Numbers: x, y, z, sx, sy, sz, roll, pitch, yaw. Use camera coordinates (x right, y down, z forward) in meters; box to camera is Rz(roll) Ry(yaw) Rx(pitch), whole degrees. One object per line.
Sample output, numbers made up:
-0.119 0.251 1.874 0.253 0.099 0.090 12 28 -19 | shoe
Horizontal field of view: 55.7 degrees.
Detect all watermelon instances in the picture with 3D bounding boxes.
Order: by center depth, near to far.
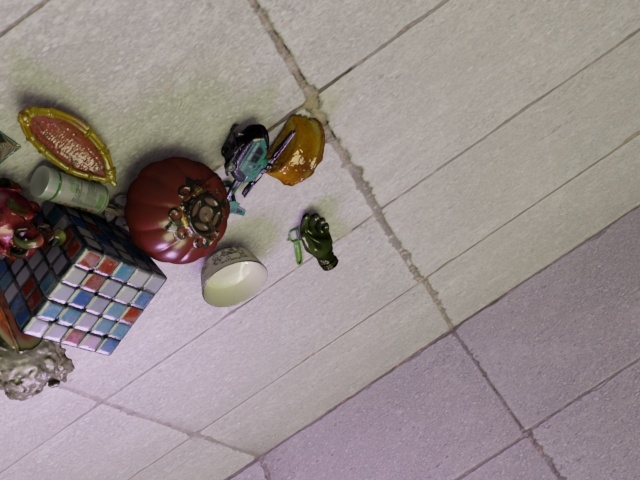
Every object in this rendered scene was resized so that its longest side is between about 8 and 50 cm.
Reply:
-0.893 0.188 1.708 0.128 0.303 0.159 -29 176 13 | watermelon

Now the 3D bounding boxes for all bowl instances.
-0.313 0.111 2.100 0.238 0.126 0.237 -20 142 -17 | bowl

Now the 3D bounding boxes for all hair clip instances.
-0.535 -0.057 1.795 0.106 0.084 0.292 -42 137 18 | hair clip

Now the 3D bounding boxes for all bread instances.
-0.077 -0.258 1.845 0.143 0.139 0.229 16 122 -36 | bread

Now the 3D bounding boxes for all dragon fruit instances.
-0.784 -0.034 1.492 0.198 0.273 0.218 -49 167 10 | dragon fruit

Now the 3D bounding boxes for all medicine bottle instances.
-0.656 -0.130 1.596 0.086 0.086 0.183 -45 147 17 | medicine bottle

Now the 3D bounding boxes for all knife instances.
-0.094 0.029 2.255 0.054 0.015 0.212 -22 143 -12 | knife

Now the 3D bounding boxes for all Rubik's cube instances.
-0.657 0.100 1.662 0.292 0.293 0.287 -51 140 4 | Rubik's cube

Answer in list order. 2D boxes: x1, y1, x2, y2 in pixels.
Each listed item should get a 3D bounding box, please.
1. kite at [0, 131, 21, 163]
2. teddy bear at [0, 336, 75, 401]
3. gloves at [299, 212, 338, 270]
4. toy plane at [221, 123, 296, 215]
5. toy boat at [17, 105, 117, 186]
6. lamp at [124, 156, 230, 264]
-0.874 -0.215 1.419 0.314 0.011 0.335 -5 135 -32 | kite
-0.877 0.301 1.875 0.367 0.225 0.357 -45 129 -23 | teddy bear
-0.010 0.000 2.203 0.135 0.107 0.268 -50 140 -31 | gloves
-0.223 -0.212 1.794 0.155 0.106 0.381 13 129 -30 | toy plane
-0.624 -0.240 1.501 0.141 0.099 0.318 -32 147 6 | toy boat
-0.396 -0.082 1.697 0.303 0.257 0.303 -8 102 -45 | lamp
